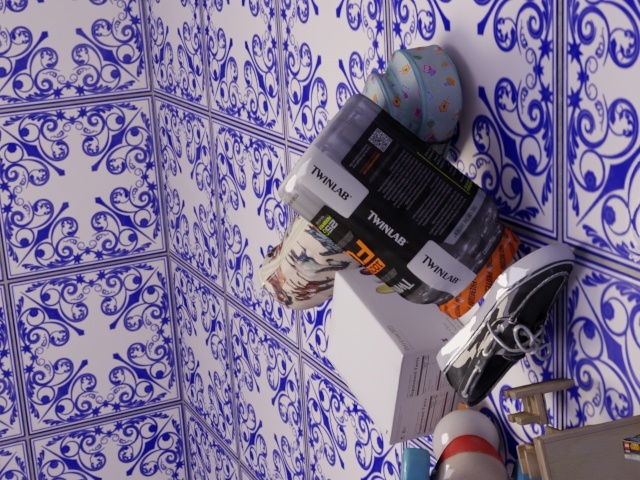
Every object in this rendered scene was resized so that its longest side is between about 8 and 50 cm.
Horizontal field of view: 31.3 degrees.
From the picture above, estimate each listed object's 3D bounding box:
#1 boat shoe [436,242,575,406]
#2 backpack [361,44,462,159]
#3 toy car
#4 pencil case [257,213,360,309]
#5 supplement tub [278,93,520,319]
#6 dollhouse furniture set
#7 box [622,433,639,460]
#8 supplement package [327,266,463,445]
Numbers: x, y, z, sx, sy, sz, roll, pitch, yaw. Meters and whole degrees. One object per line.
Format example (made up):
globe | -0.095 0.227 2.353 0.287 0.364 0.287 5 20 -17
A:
boat shoe | 0.281 0.131 1.669 0.306 0.113 0.105 -51 51 33
backpack | 0.148 -0.219 1.850 0.188 0.144 0.165 115 144 -48
toy car | 0.239 0.372 1.885 0.238 0.219 0.210 -82 -3 -59
pencil case | 0.000 0.000 2.224 0.410 0.184 0.159 125 147 -60
supplement tub | 0.122 -0.046 1.735 0.338 0.207 0.207 39 151 -2
dollhouse furniture set | 0.373 0.302 1.612 0.242 0.161 0.212 93 165 -85
box | 0.452 0.252 1.406 0.137 0.094 0.027 172 88 -66
supplement package | 0.136 0.193 2.043 0.262 0.145 0.204 -130 37 -48
